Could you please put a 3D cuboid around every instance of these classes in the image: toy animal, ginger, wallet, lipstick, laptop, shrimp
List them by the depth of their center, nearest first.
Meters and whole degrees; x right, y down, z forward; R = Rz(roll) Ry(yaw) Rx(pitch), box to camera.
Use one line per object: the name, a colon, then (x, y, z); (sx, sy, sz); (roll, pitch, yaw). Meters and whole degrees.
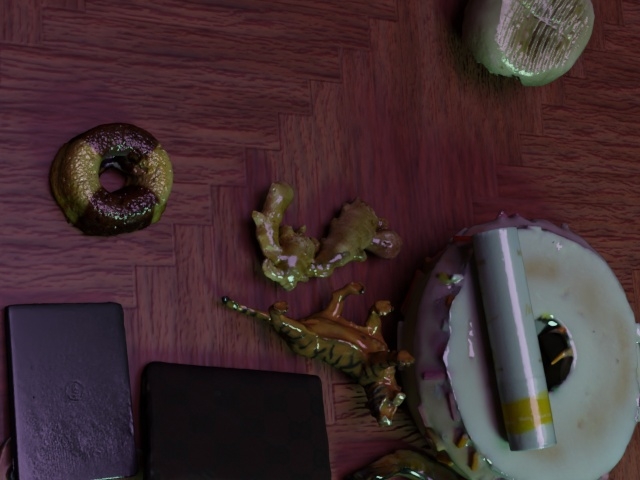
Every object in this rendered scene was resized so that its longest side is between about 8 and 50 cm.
laptop: (-0.268, 0.162, 1.097); (0.135, 0.016, 0.197); (2, 73, -32)
wallet: (-0.095, 0.230, 1.162); (0.229, 0.049, 0.182); (11, 59, -28)
lipstick: (0.230, 0.115, 1.215); (0.059, 0.059, 0.264); (-5, 81, -31)
toy animal: (-0.002, 0.114, 1.238); (0.255, 0.116, 0.114); (25, 34, -7)
shrimp: (0.092, 0.329, 1.256); (0.254, 0.059, 0.145); (12, 71, -28)
ginger: (0.000, 0.000, 1.278); (0.193, 0.052, 0.176); (40, 65, -14)

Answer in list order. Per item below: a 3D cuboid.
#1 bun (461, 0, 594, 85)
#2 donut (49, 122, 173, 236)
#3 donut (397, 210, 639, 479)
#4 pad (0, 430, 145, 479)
bun: (0.286, -0.306, 1.463); (0.178, 0.128, 0.193); (33, 77, -20)
donut: (-0.230, -0.071, 1.156); (0.140, 0.059, 0.140); (9, 72, -28)
donut: (0.258, 0.155, 1.337); (0.383, 0.142, 0.382); (7, 75, -29)
pad: (-0.229, 0.364, 1.090); (0.284, 0.018, 0.286); (16, 74, -27)
